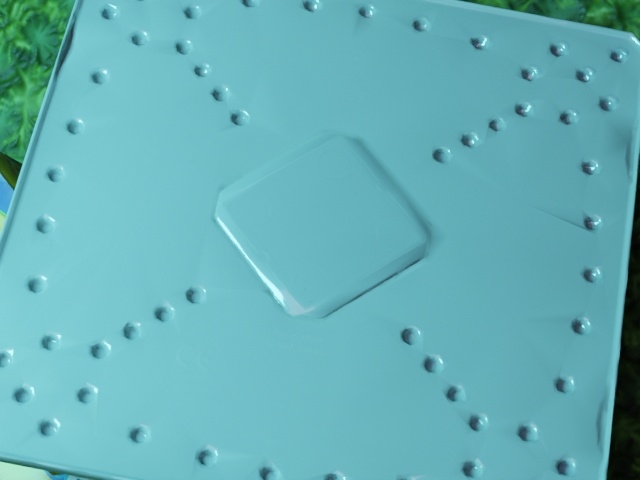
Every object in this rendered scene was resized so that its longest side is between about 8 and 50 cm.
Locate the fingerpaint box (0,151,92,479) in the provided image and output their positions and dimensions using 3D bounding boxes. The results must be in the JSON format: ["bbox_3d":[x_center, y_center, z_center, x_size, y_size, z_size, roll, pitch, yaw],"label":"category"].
[{"bbox_3d":[-0.213,0.223,1.147,0.371,0.163,0.445,-43,68,4],"label":"fingerpaint box"}]

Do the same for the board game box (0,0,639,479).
[{"bbox_3d":[0.000,0.000,1.089,0.390,0.050,0.389,11,60,2],"label":"board game box"}]
